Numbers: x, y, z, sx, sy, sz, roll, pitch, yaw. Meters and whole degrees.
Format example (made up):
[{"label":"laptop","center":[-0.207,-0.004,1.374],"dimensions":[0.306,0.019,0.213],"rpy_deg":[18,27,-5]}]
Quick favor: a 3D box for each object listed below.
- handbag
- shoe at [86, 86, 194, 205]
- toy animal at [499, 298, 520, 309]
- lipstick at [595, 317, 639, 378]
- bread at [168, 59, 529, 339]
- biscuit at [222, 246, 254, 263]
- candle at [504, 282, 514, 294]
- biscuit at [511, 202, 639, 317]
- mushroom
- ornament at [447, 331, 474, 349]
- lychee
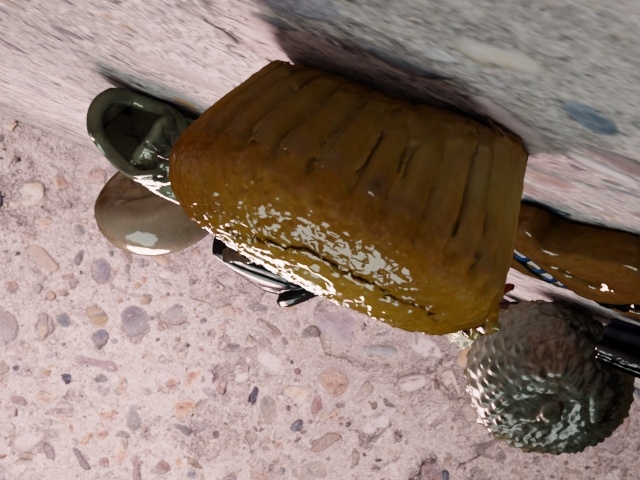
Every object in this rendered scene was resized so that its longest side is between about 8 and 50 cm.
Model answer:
[{"label":"handbag","center":[-0.029,0.029,1.728],"dimensions":[0.275,0.177,0.302],"rpy_deg":[23,177,2]},{"label":"shoe","center":[-0.150,-0.083,1.214],"dimensions":[0.293,0.109,0.149],"rpy_deg":[29,-178,3]},{"label":"toy animal","center":[0.369,0.162,1.985],"dimensions":[0.324,0.090,0.195],"rpy_deg":[32,-178,-8]},{"label":"lipstick","center":[0.549,0.192,1.316],"dimensions":[0.419,0.077,0.077],"rpy_deg":[20,176,34]},{"label":"bread","center":[0.019,-0.030,0.686],"dimensions":[0.240,0.139,0.240],"rpy_deg":[23,177,1]},{"label":"biscuit","center":[-0.003,0.001,1.434],"dimensions":[0.250,0.032,0.133],"rpy_deg":[-10,180,5]},{"label":"candle","center":[0.127,0.000,1.337],"dimensions":[0.329,0.048,0.051],"rpy_deg":[25,135,-31]},{"label":"biscuit","center":[0.206,0.012,0.956],"dimensions":[0.302,0.043,0.278],"rpy_deg":[22,177,22]},{"label":"mushroom","center":[-0.249,-0.088,1.548],"dimensions":[0.207,0.207,0.215],"rpy_deg":[20,143,47]},{"label":"ornament","center":[0.397,0.207,2.284],"dimensions":[0.285,0.120,0.130],"rpy_deg":[22,175,-11]},{"label":"lychee","center":[0.350,0.202,1.601],"dimensions":[0.255,0.255,0.274],"rpy_deg":[22,-151,8]}]
